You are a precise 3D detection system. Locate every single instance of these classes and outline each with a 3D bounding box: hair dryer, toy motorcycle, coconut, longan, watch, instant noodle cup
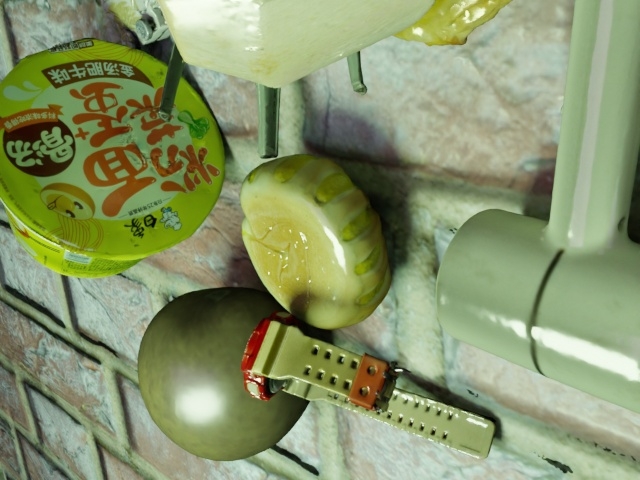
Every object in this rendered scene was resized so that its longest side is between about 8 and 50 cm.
[{"bbox_3d":[0.210,-0.058,0.581,0.203,0.128,0.361,20,116,44],"label":"hair dryer"},{"bbox_3d":[-0.242,-0.334,0.997,0.151,0.074,0.229,62,150,-2],"label":"toy motorcycle"},{"bbox_3d":[-0.018,-0.225,0.509,0.241,0.241,0.241,24,125,41],"label":"coconut"},{"bbox_3d":[-0.121,0.166,0.984,0.248,0.248,0.248,24,125,41],"label":"longan"},{"bbox_3d":[0.045,0.158,0.806,0.269,0.165,0.102,14,74,27],"label":"watch"},{"bbox_3d":[-0.309,-0.090,1.039,0.311,0.311,0.221,63,150,6],"label":"instant noodle cup"}]

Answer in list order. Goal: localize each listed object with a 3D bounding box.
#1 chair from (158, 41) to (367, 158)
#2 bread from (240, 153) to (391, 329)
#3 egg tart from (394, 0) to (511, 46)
[{"bbox_3d":[-0.081,-0.258,0.767,0.203,0.191,0.274,-29,56,50],"label":"chair"},{"bbox_3d":[0.000,0.000,0.845,0.213,0.105,0.213,31,138,34],"label":"bread"},{"bbox_3d":[0.088,-0.314,0.592,0.315,0.120,0.314,27,128,40],"label":"egg tart"}]
